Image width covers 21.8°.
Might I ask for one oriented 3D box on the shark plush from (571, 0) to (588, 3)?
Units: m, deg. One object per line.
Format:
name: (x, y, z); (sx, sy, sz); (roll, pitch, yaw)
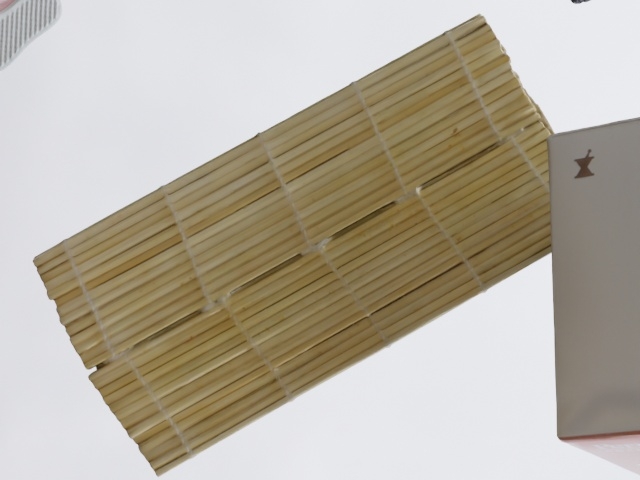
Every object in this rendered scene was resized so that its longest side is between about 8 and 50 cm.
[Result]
shark plush: (0.078, -0.167, 0.612); (0.161, 0.067, 0.073); (64, -22, -4)

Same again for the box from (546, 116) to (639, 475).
box: (0.293, 0.052, 0.931); (0.215, 0.345, 0.168); (-9, -111, 30)

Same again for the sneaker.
sneaker: (-0.283, -0.169, 1.400); (0.070, 0.134, 0.051); (-7, -64, 45)

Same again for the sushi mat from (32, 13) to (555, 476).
sushi mat: (0.000, 0.000, 0.987); (0.151, 0.316, 0.019); (60, -4, 6)
